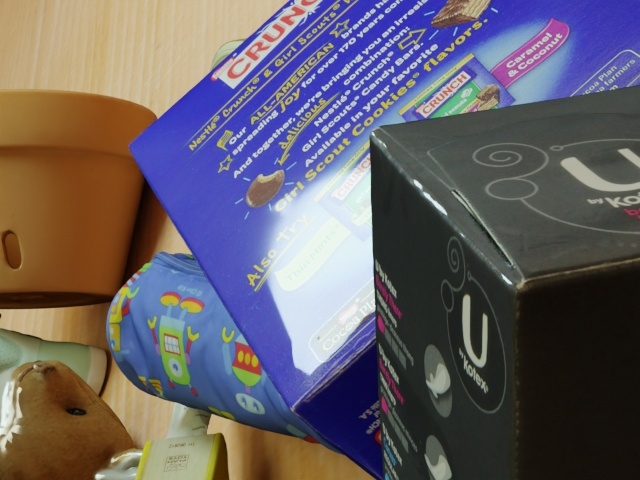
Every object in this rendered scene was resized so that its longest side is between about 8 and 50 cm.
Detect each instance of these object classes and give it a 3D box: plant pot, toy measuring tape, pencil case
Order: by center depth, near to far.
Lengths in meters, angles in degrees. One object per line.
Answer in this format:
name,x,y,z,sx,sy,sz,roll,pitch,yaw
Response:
pencil case,-0.043,0.070,1.014,0.306,0.119,0.133,3,110,57
toy measuring tape,-0.098,0.206,1.112,0.121,0.121,0.330,-57,12,27
plant pot,-0.319,-0.034,1.536,0.291,0.291,0.203,-17,74,60

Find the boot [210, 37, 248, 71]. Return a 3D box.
boot,-0.053,-0.091,1.238,0.213,0.077,0.165,1,75,58

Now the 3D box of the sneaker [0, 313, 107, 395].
sneaker,-0.353,0.146,1.584,0.256,0.151,0.094,-28,50,57

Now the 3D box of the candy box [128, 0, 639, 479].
candy box,0.058,-0.048,0.806,0.268,0.122,0.317,-42,36,3

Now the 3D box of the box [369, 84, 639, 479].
box,0.120,0.091,0.539,0.143,0.165,0.270,-125,28,-60

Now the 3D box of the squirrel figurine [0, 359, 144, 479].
squirrel figurine,-0.323,0.286,1.261,0.281,0.370,0.397,-38,69,48
